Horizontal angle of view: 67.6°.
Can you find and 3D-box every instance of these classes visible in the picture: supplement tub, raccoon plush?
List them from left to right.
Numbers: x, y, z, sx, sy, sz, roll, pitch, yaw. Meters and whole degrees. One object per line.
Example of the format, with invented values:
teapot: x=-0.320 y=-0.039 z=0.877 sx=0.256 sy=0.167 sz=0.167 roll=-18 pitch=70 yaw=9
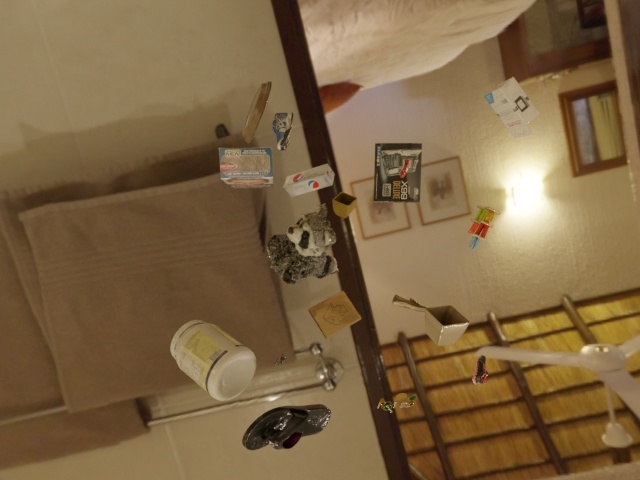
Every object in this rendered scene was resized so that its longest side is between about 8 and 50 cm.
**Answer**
supplement tub: x=-0.455 y=0.492 z=2.010 sx=0.325 sy=0.235 sz=0.235 roll=24 pitch=-148 yaw=36
raccoon plush: x=0.000 y=0.000 z=1.838 sx=0.299 sy=0.216 sz=0.446 roll=-37 pitch=167 yaw=27

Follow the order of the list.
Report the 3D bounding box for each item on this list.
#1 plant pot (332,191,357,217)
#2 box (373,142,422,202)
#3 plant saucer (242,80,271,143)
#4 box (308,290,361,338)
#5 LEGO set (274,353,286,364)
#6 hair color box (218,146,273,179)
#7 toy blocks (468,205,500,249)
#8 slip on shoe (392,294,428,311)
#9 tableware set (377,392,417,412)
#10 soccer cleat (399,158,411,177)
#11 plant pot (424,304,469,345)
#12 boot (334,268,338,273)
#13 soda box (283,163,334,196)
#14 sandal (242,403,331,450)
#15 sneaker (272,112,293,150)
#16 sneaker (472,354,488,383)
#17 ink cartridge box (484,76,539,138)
plant pot: x=0.102 y=-0.146 z=2.064 sx=0.081 sy=0.083 sz=0.081 roll=24 pitch=-137 yaw=22
box: x=0.403 y=-0.349 z=2.493 sx=0.243 sy=0.307 sz=0.076 roll=3 pitch=-178 yaw=11
plant saucer: x=-0.276 y=-0.549 z=2.037 sx=0.041 sy=0.277 sz=0.278 roll=19 pitch=178 yaw=-18
box: x=0.068 y=0.346 z=2.245 sx=0.201 sy=0.164 sz=0.021 roll=-25 pitch=158 yaw=-24
LEGO set: x=-0.175 y=0.539 z=2.151 sx=0.054 sy=0.023 sz=0.083 roll=-57 pitch=-169 yaw=-22
hair color box: x=-0.253 y=-0.251 z=1.701 sx=0.174 sy=0.105 sz=0.347 roll=-2 pitch=-179 yaw=-4
toy blocks: x=0.531 y=-0.040 z=1.609 sx=0.054 sy=0.148 sz=0.123 roll=28 pitch=-176 yaw=-6
slip on shoe: x=0.329 y=0.229 z=1.739 sx=0.136 sy=0.041 sz=0.051 roll=10 pitch=171 yaw=24
tableware set: x=0.312 y=0.659 z=1.945 sx=0.154 sy=0.104 sz=0.024 roll=3 pitch=-144 yaw=-13
soccer cleat: x=0.364 y=-0.308 z=2.044 sx=0.029 sy=0.083 sz=0.036 roll=32 pitch=-154 yaw=32
plant pot: x=0.411 y=0.288 z=1.593 sx=0.109 sy=0.096 sz=0.109 roll=-2 pitch=-155 yaw=-22
boot: x=0.036 y=0.115 z=2.165 sx=0.059 sy=0.084 sz=0.158 roll=-10 pitch=177 yaw=-15
soda box: x=-0.050 y=-0.259 z=2.070 sx=0.216 sy=0.069 sz=0.073 roll=-12 pitch=-133 yaw=29
sandal: x=-0.106 y=0.745 z=1.907 sx=0.446 sy=0.167 sz=0.107 roll=6 pitch=-164 yaw=-44
sneaker: x=-0.163 y=-0.453 z=1.986 sx=0.081 sy=0.080 sz=0.211 roll=9 pitch=-129 yaw=-3
sneaker: x=0.650 y=0.520 z=1.913 sx=0.047 sy=0.119 sz=0.057 roll=28 pitch=161 yaw=-32
ink cartridge box: x=0.620 y=-0.421 z=1.530 sx=0.060 sy=0.180 sz=0.104 roll=-41 pitch=-171 yaw=-6
